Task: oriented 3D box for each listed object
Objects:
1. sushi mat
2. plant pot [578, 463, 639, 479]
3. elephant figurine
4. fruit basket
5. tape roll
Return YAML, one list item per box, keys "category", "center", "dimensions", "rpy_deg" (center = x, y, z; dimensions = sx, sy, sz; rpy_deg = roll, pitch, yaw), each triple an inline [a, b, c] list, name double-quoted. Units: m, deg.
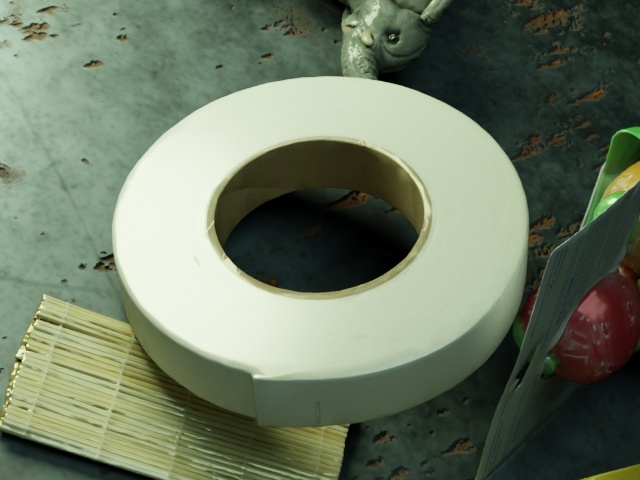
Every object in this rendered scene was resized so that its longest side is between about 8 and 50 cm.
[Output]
- category: "sushi mat"
  center: [-0.126, 0.156, 1.587]
  dimensions: [0.316, 0.019, 0.151]
  rpy_deg: [19, 53, -11]
- category: "plant pot"
  center: [0.283, 0.300, 1.559]
  dimensions: [0.212, 0.187, 0.212]
  rpy_deg: [-9, 62, -29]
- category: "elephant figurine"
  center: [0.069, -0.257, 1.898]
  dimensions: [0.239, 0.186, 0.169]
  rpy_deg: [58, 11, 7]
- category: "fruit basket"
  center: [0.272, 0.034, 1.662]
  dimensions: [0.353, 0.327, 0.165]
  rpy_deg: [-31, 58, -34]
- category: "tape roll"
  center: [0.000, 0.000, 1.623]
  dimensions: [0.392, 0.072, 0.392]
  rpy_deg: [-2, 47, 2]
